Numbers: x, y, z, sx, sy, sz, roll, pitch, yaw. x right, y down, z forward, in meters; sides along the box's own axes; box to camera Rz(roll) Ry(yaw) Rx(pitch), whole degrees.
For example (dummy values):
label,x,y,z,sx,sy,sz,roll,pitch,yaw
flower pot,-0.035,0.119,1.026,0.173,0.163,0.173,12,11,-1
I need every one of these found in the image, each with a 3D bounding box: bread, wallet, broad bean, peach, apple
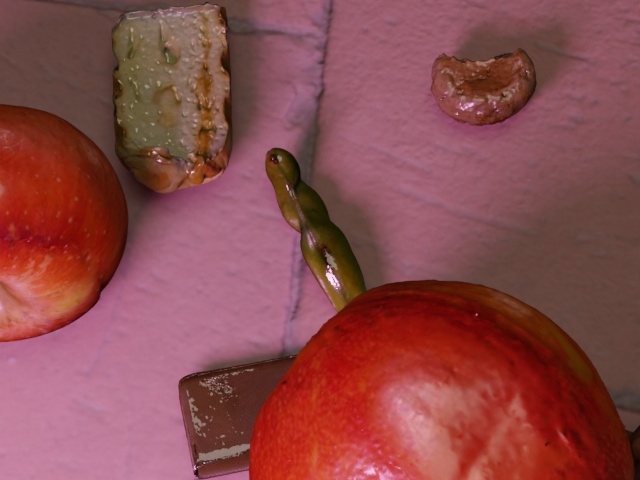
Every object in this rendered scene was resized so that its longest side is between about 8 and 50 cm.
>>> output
label,x,y,z,sx,sy,sz,roll,pitch,yaw
bread,0.174,-0.159,2.084,0.113,0.060,0.082,-1,64,0
wallet,-0.037,0.169,1.937,0.198,0.031,0.110,-11,64,-7
bread,-0.158,-0.151,2.062,0.128,0.088,0.232,2,57,-10
broad bean,0.000,0.000,2.003,0.048,0.070,0.214,-30,77,3
peach,0.116,0.222,1.768,0.372,0.290,0.373,1,69,-3
apple,-0.326,-0.024,1.903,0.271,0.251,0.206,-8,63,8

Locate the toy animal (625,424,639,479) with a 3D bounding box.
label,x,y,z,sx,sy,sz,roll,pitch,yaw
toy animal,0.374,0.178,1.870,0.188,0.179,0.089,-10,64,-35
